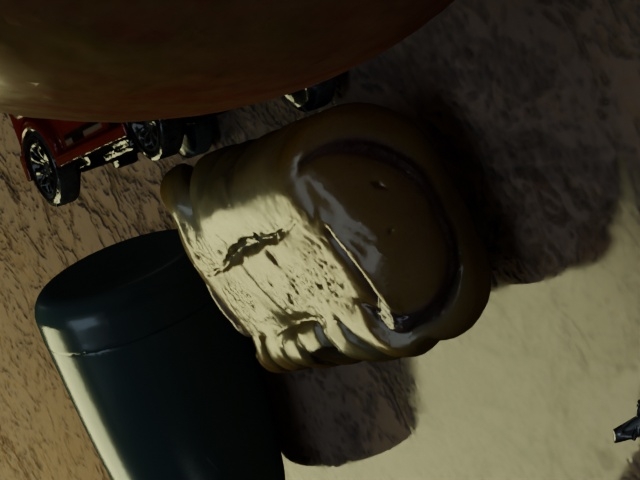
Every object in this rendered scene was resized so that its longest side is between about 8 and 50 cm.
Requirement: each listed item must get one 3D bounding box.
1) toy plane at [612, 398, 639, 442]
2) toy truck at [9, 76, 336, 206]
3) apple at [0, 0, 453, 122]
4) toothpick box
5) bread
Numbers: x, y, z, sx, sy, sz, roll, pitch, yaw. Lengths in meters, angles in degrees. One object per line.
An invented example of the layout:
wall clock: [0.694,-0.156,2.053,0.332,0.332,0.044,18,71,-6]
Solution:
toy plane: [0.161,0.085,0.848,0.078,0.031,0.083,16,130,36]
toy truck: [-0.094,-0.097,1.056,0.253,0.107,0.114,-16,94,64]
apple: [-0.087,-0.211,0.712,0.364,0.364,0.364,41,145,38]
toothpick box: [-0.094,0.096,1.209,0.120,0.120,0.184,10,124,58]
bread: [0.000,0.000,0.997,0.134,0.081,0.225,57,155,-11]
